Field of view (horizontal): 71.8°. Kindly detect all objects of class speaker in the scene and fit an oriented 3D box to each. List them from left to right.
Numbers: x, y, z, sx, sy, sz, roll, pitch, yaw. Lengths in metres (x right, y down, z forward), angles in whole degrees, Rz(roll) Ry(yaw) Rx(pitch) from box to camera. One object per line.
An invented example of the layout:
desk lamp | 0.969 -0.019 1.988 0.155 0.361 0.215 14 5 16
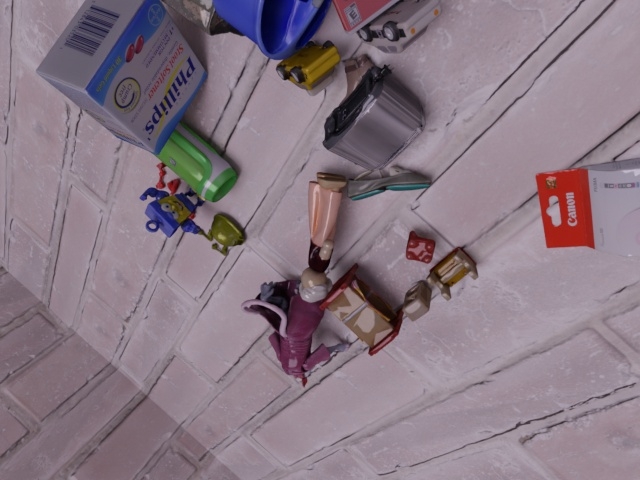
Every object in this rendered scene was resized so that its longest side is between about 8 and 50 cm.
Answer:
speaker | -0.385 -0.244 1.269 0.297 0.131 0.131 40 132 2

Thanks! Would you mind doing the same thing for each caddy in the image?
caddy | -0.053 -0.515 0.820 0.179 0.241 0.341 37 131 14

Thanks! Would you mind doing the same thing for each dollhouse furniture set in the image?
dollhouse furniture set | 0.199 0.109 1.167 0.201 0.152 0.374 45 114 -1

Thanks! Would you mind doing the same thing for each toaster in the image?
toaster | 0.119 -0.255 0.940 0.147 0.129 0.227 27 132 -24

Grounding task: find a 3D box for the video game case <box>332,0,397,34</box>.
video game case | 0.074 -0.520 0.718 0.025 0.204 0.285 55 -179 44

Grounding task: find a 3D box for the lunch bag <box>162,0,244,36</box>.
lunch bag | -0.227 -0.613 0.910 0.235 0.169 0.287 38 124 9

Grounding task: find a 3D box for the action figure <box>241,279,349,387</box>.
action figure | -0.066 0.303 1.358 0.248 0.276 0.369 4 108 22

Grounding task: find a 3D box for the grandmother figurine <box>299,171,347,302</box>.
grandmother figurine | 0.000 0.000 1.153 0.104 0.208 0.342 10 107 4

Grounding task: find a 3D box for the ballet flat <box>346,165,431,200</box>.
ballet flat | 0.156 -0.144 1.054 0.213 0.072 0.068 -8 85 31

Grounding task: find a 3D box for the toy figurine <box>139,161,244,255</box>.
toy figurine | -0.440 -0.055 1.365 0.362 0.217 0.191 48 131 -4

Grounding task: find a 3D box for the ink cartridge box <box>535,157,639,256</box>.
ink cartridge box | 0.565 -0.056 0.874 0.233 0.066 0.189 -7 116 29

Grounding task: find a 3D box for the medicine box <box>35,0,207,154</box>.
medicine box | -0.439 -0.392 1.035 0.149 0.263 0.289 25 171 16

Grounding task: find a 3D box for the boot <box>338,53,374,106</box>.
boot | 0.074 -0.354 0.984 0.119 0.042 0.086 -17 104 36

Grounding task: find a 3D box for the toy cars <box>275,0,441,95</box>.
toy cars | 0.066 -0.378 0.892 0.394 0.176 0.087 -10 132 35
